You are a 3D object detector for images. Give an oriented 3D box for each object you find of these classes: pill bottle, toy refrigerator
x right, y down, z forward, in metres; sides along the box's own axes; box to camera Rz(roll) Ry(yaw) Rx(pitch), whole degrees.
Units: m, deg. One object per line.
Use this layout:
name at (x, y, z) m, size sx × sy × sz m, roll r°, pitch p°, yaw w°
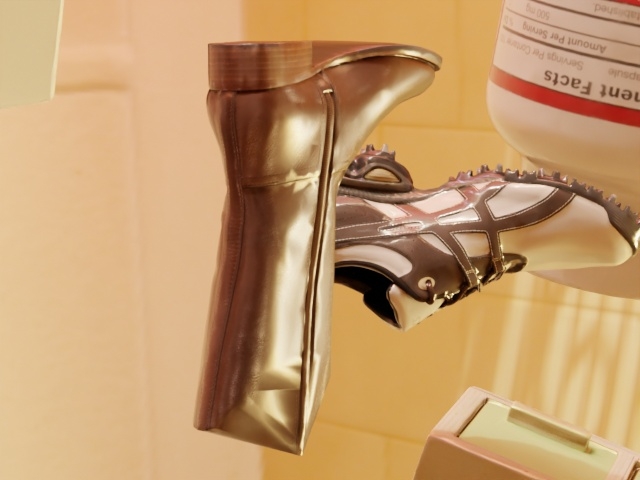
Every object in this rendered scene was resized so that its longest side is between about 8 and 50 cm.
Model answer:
pill bottle at (0.245, -0.173, 1.311) m, size 0.229 × 0.229 × 0.408 m, roll -6°, pitch -69°, yaw -44°
toy refrigerator at (0.185, 0.178, 1.027) m, size 0.102 × 0.269 × 0.094 m, roll -32°, pitch -39°, yaw -67°

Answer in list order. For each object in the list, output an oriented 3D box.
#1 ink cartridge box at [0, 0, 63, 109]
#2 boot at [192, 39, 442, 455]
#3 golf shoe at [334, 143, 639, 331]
ink cartridge box at (-0.270, -0.216, 0.969) m, size 0.197 × 0.270 × 0.198 m, roll -11°, pitch -44°, yaw -27°
boot at (0.000, 0.000, 0.522) m, size 0.106 × 0.037 × 0.114 m, roll -9°, pitch -80°, yaw -53°
golf shoe at (0.068, 0.008, 0.941) m, size 0.198 × 0.077 × 0.094 m, roll 7°, pitch -110°, yaw -2°
